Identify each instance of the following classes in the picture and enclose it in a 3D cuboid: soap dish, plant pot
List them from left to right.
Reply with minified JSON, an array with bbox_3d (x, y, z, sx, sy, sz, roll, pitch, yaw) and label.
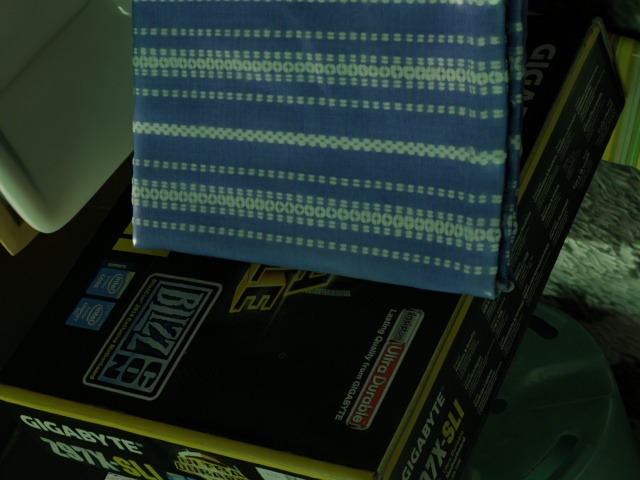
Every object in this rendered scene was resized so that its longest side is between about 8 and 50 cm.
[{"bbox_3d":[-0.198,-0.166,0.824,0.118,0.229,0.291,22,154,36],"label":"soap dish"},{"bbox_3d":[0.141,0.242,1.111,0.341,0.341,0.334,10,138,31],"label":"plant pot"}]

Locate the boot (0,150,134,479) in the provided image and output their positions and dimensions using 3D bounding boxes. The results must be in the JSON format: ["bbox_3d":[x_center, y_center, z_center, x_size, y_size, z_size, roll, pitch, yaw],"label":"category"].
[{"bbox_3d":[-0.159,0.142,1.051,0.367,0.445,0.146,40,150,-21],"label":"boot"}]

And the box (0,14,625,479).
[{"bbox_3d":[0.000,0.000,0.772,0.257,0.322,0.079,7,143,35],"label":"box"}]

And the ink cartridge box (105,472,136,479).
[{"bbox_3d":[-0.045,0.261,1.423,0.330,0.071,0.324,-7,-179,-45],"label":"ink cartridge box"}]

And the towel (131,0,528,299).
[{"bbox_3d":[-0.008,-0.147,0.658,0.243,0.040,0.336,8,102,35],"label":"towel"}]

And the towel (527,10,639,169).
[{"bbox_3d":[0.106,-0.117,0.847,0.237,0.021,0.102,20,145,16],"label":"towel"}]
